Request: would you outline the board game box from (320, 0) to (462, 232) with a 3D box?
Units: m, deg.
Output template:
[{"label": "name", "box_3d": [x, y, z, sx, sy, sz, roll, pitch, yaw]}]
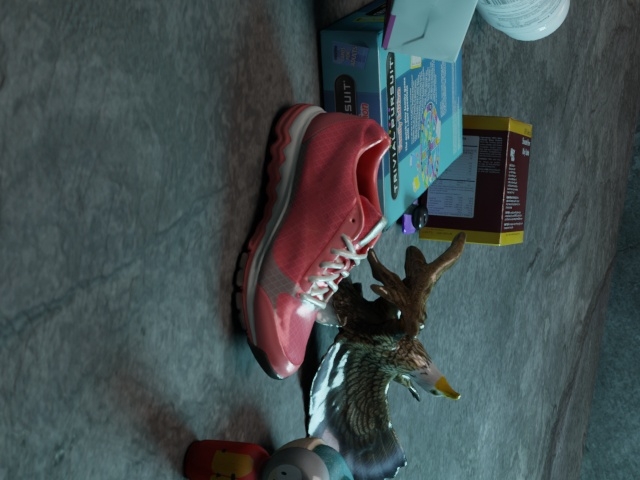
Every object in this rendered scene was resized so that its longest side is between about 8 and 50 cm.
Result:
[{"label": "board game box", "box_3d": [0.103, -0.189, 1.568, 0.336, 0.079, 0.253, -42, 133, -58]}]

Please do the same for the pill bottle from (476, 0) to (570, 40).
[{"label": "pill bottle", "box_3d": [0.310, -0.428, 1.900, 0.283, 0.160, 0.160, 24, 73, -67]}]

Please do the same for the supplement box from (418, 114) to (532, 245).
[{"label": "supplement box", "box_3d": [0.246, -0.095, 1.857, 0.191, 0.129, 0.194, -5, 100, -70]}]

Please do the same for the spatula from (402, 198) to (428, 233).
[{"label": "spatula", "box_3d": [0.134, -0.042, 1.662, 0.296, 0.030, 0.084, -83, 176, -85]}]

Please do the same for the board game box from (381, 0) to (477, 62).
[{"label": "board game box", "box_3d": [0.142, -0.391, 1.334, 0.224, 0.098, 0.303, 106, -6, -66]}]

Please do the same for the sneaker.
[{"label": "sneaker", "box_3d": [0.000, -0.001, 1.292, 0.116, 0.136, 0.313, 30, 67, -64]}]

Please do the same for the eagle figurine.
[{"label": "eagle figurine", "box_3d": [0.078, 0.153, 1.514, 0.226, 0.225, 0.298, -10, 146, -27]}]

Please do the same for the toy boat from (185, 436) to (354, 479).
[{"label": "toy boat", "box_3d": [-0.033, 0.315, 1.274, 0.318, 0.148, 0.267, 69, 35, -48]}]
